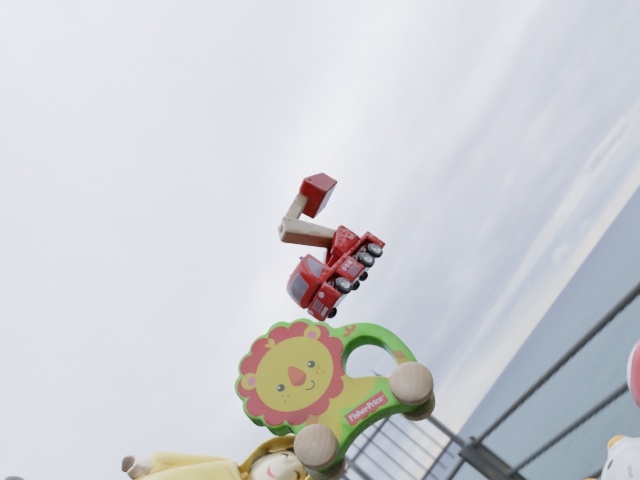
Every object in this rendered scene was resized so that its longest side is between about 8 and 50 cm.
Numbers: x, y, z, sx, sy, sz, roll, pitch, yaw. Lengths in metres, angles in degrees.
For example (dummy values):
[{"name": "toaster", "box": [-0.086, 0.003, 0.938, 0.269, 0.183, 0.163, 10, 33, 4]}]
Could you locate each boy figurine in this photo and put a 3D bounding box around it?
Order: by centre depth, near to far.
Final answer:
[{"name": "boy figurine", "box": [-0.115, 0.241, 0.515, 0.285, 0.177, 0.092, -1, -72, -27]}]

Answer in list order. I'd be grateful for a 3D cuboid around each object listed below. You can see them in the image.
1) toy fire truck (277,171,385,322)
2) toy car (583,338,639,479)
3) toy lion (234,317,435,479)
[{"name": "toy fire truck", "box": [0.000, 0.000, 0.681, 0.192, 0.135, 0.047, -42, -16, -53]}, {"name": "toy car", "box": [0.350, 0.217, 0.593, 0.238, 0.210, 0.219, -40, -40, 6]}, {"name": "toy lion", "box": [0.003, 0.082, 0.349, 0.100, 0.096, 0.034, -31, -38, -9]}]
